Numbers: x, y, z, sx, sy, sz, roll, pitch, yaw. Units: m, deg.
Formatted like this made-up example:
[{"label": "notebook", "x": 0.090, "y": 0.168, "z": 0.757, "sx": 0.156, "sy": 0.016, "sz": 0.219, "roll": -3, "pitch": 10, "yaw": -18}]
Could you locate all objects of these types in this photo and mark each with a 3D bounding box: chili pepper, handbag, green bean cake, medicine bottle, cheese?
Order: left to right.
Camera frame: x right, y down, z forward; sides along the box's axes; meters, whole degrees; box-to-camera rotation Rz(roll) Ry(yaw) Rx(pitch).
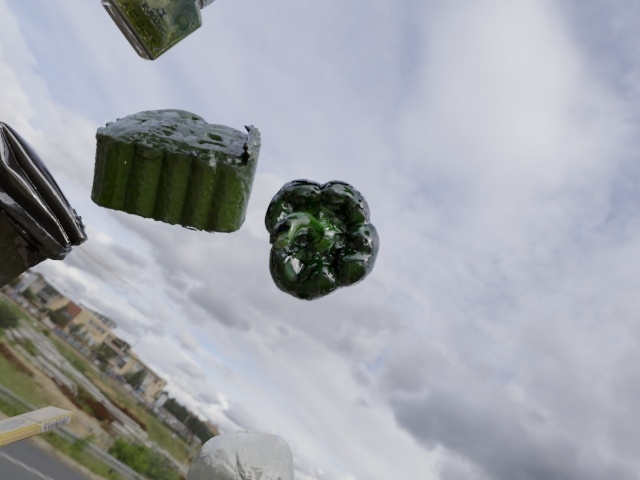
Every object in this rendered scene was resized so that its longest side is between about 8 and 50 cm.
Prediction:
[{"label": "handbag", "x": -0.569, "y": -0.025, "z": 0.794, "sx": 0.256, "sy": 0.285, "sz": 0.113, "roll": 55, "pitch": -13, "yaw": -6}, {"label": "medicine bottle", "x": -0.296, "y": -0.450, "z": 0.914, "sx": 0.088, "sy": 0.188, "sz": 0.132, "roll": 30, "pitch": -22, "yaw": 50}, {"label": "green bean cake", "x": -0.303, "y": -0.172, "z": 1.057, "sx": 0.320, "sy": 0.217, "sz": 0.335, "roll": 11, "pitch": 19, "yaw": -12}, {"label": "cheese", "x": -0.148, "y": 0.438, "z": 0.877, "sx": 0.189, "sy": 0.154, "sz": 0.198, "roll": 19, "pitch": 7, "yaw": -7}, {"label": "chili pepper", "x": 0.000, "y": 0.000, "z": 0.676, "sx": 0.165, "sy": 0.173, "sz": 0.261, "roll": 4, "pitch": -8, "yaw": 2}]

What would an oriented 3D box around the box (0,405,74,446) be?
[{"label": "box", "x": -0.516, "y": 0.319, "z": 0.815, "sx": 0.087, "sy": 0.155, "sz": 0.023, "roll": -1, "pitch": -89, "yaw": 36}]
